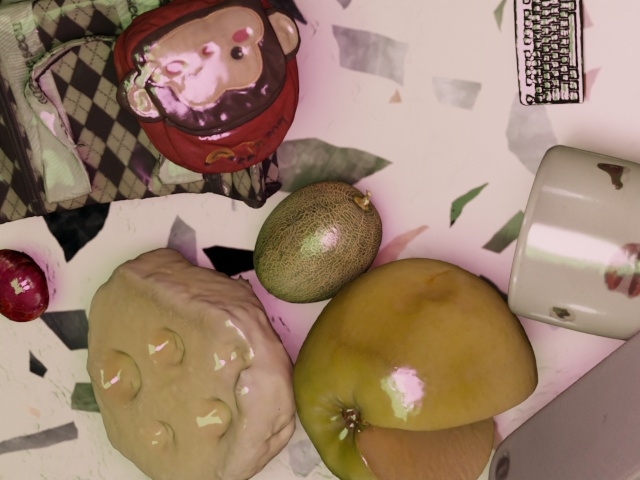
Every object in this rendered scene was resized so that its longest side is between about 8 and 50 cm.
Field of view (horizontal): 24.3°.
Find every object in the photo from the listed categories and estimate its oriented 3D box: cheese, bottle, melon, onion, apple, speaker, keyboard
[{"bbox_3d":[-0.170,0.168,1.900,0.318,0.115,0.326,-24,88,43],"label":"cheese"},{"bbox_3d":[0.404,0.018,1.675,0.351,0.229,0.229,14,105,15],"label":"bottle"},{"bbox_3d":[0.000,0.000,1.841,0.192,0.139,0.139,-42,87,26],"label":"melon"},{"bbox_3d":[-0.417,0.063,2.015,0.107,0.097,0.107,39,149,28],"label":"onion"},{"bbox_3d":[0.108,0.171,1.769,0.292,0.254,0.292,17,117,38],"label":"apple"},{"bbox_3d":[0.367,0.252,1.669,0.184,0.183,0.406,22,139,-18],"label":"speaker"},{"bbox_3d":[0.268,-0.285,1.758,0.087,0.017,0.251,1,102,17],"label":"keyboard"}]

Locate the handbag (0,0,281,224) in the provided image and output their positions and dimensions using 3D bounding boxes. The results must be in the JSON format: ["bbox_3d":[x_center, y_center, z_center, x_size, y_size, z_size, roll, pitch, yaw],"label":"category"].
[{"bbox_3d":[-0.261,-0.174,1.886,0.416,0.180,0.317,-7,107,14],"label":"handbag"}]

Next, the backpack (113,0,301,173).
[{"bbox_3d":[-0.126,-0.181,1.721,0.229,0.139,0.229,-5,110,-15],"label":"backpack"}]
